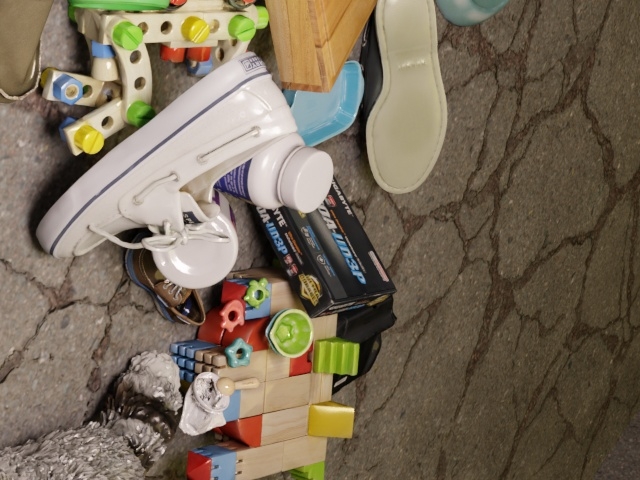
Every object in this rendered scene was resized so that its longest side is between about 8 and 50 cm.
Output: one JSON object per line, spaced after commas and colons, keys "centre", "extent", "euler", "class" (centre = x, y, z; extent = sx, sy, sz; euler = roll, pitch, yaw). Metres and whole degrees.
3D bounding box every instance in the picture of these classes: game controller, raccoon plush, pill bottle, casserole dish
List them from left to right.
{"centre": [-0.356, 0.252, 1.844], "extent": [0.299, 0.216, 0.446], "euler": [57, 28, -38], "class": "raccoon plush"}
{"centre": [-0.161, -0.013, 1.901], "extent": [0.193, 0.108, 0.108], "euler": [-110, -147, -76], "class": "pill bottle"}
{"centre": [-0.082, -0.104, 1.964], "extent": [0.112, 0.186, 0.112], "euler": [-35, 136, -43], "class": "pill bottle"}
{"centre": [-0.003, -0.202, 2.176], "extent": [0.188, 0.037, 0.114], "euler": [-30, 132, -48], "class": "casserole dish"}
{"centre": [0.037, 0.173, 2.412], "extent": [0.166, 0.067, 0.319], "euler": [-62, 164, 17], "class": "game controller"}

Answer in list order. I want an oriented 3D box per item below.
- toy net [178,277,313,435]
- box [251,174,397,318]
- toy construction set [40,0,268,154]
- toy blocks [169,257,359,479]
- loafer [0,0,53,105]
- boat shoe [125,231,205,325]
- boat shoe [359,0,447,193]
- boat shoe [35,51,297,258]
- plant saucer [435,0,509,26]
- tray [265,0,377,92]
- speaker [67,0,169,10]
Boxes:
{"centre": [-0.114, 0.164, 2.023], "extent": [0.232, 0.045, 0.122], "euler": [-49, 118, -23], "class": "toy net"}
{"centre": [0.000, 0.000, 2.153], "extent": [0.051, 0.220, 0.175], "euler": [-36, 164, 31], "class": "box"}
{"centre": [-0.175, -0.227, 1.774], "extent": [0.327, 0.151, 0.215], "euler": [-20, 125, -52], "class": "toy construction set"}
{"centre": [-0.103, 0.191, 2.153], "extent": [0.261, 0.191, 0.381], "euler": [-5, 103, -47], "class": "toy blocks"}
{"centre": [-0.329, -0.255, 1.576], "extent": [0.094, 0.087, 0.251], "euler": [-33, 135, -44], "class": "loafer"}
{"centre": [-0.199, 0.053, 1.995], "extent": [0.066, 0.066, 0.183], "euler": [-57, 148, -19], "class": "boat shoe"}
{"centre": [0.118, -0.244, 2.275], "extent": [0.127, 0.113, 0.340], "euler": [-9, 116, -5], "class": "boat shoe"}
{"centre": [-0.167, -0.052, 1.725], "extent": [0.367, 0.156, 0.136], "euler": [-36, 176, 22], "class": "boat shoe"}
{"centre": [0.284, -0.500, 2.439], "extent": [0.317, 0.043, 0.317], "euler": [-37, 138, -42], "class": "plant saucer"}
{"centre": [0.036, -0.400, 1.963], "extent": [0.203, 0.076, 0.411], "euler": [80, 25, -42], "class": "tray"}
{"centre": [-0.212, -0.397, 1.583], "extent": [0.131, 0.131, 0.296], "euler": [-6, 99, -56], "class": "speaker"}
